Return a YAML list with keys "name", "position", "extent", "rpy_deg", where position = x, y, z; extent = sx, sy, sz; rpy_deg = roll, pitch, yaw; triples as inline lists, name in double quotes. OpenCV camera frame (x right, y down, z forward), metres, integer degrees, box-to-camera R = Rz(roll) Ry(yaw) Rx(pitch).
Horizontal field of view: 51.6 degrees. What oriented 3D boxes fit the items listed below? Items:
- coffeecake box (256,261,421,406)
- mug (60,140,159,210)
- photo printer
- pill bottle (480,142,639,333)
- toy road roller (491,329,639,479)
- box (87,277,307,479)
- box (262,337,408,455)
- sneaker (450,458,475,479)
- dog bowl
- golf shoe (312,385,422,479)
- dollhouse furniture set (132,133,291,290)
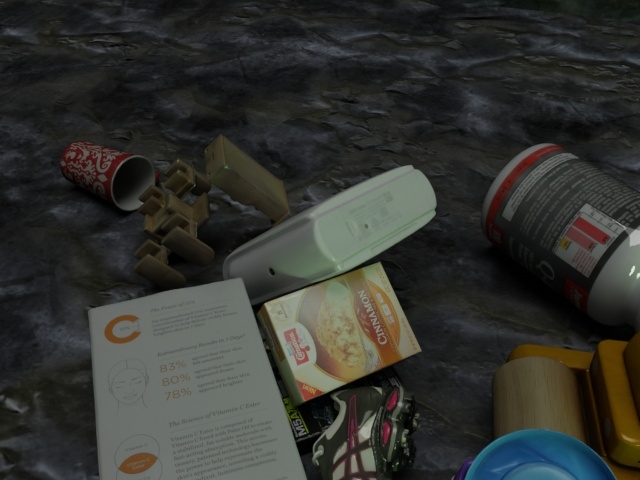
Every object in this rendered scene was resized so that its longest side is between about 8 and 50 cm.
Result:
- name: "coffeecake box"
  position: [0.024, 0.130, 0.932]
  extent: [0.185, 0.068, 0.142]
  rpy_deg: [-19, 76, -21]
- name: "mug"
  position: [-0.426, -0.130, 1.349]
  extent: [0.169, 0.150, 0.113]
  rpy_deg: [20, 80, 28]
- name: "photo printer"
  position: [0.000, 0.000, 1.055]
  extent: [0.256, 0.307, 0.107]
  rpy_deg: [-28, 92, -38]
- name: "pill bottle"
  position: [0.459, 0.008, 1.084]
  extent: [0.210, 0.210, 0.363]
  rpy_deg: [-22, 45, -25]
- name: "toy road roller"
  position: [0.394, 0.202, 0.827]
  extent: [0.329, 0.240, 0.202]
  rpy_deg: [6, 40, 7]
- name: "box"
  position: [-0.161, 0.237, 0.838]
  extent: [0.215, 0.168, 0.345]
  rpy_deg: [-11, 42, -13]
- name: "box"
  position: [0.013, 0.203, 0.977]
  extent: [0.184, 0.045, 0.190]
  rpy_deg: [-17, 44, -16]
- name: "sneaker"
  position: [0.178, 0.340, 0.792]
  extent: [0.068, 0.071, 0.170]
  rpy_deg: [3, 41, 4]
- name: "dog bowl"
  position: [0.261, 0.351, 0.695]
  extent: [0.166, 0.074, 0.297]
  rpy_deg: [-22, 64, 9]
- name: "golf shoe"
  position: [0.044, 0.304, 0.814]
  extent: [0.120, 0.105, 0.273]
  rpy_deg: [3, 45, 20]
- name: "dollhouse furniture set"
  position: [-0.197, -0.042, 1.186]
  extent: [0.242, 0.161, 0.212]
  rpy_deg: [-40, 36, 20]
